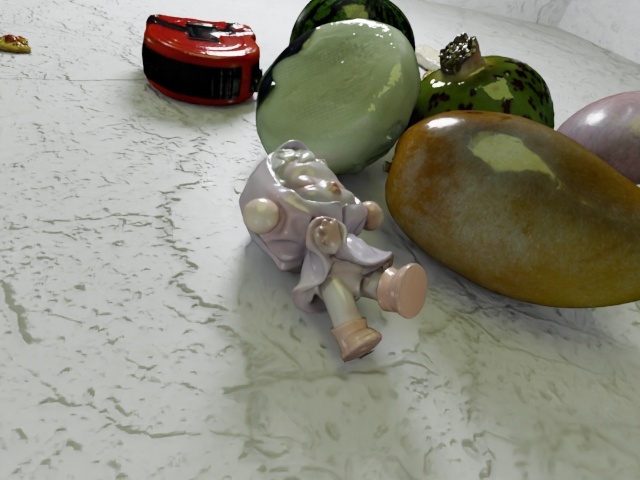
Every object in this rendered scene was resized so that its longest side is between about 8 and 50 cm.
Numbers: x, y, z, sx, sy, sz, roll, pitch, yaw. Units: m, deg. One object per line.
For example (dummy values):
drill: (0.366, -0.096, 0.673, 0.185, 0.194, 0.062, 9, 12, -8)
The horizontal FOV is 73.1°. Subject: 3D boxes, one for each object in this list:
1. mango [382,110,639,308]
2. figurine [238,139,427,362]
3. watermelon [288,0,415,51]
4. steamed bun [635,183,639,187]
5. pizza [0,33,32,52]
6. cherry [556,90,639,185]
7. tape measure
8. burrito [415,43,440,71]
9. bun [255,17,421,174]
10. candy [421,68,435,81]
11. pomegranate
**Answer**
mango: (0.261, -0.039, 0.557, 0.383, 0.199, 0.222, 22, 72, 20)
figurine: (0.000, 0.000, 0.496, 0.200, 0.133, 0.276, -3, 44, -40)
watermelon: (0.063, -0.391, 0.903, 0.268, 0.269, 0.269, 9, 38, -7)
steamed bun: (0.540, -0.007, 0.679, 0.177, 0.131, 0.228, -23, 54, -38)
pizza: (-0.628, -0.406, 0.874, 0.083, 0.025, 0.078, 0, 42, -17)
cherry: (0.570, -0.186, 0.813, 0.206, 0.239, 0.239, 39, 39, -5)
tape measure: (-0.236, -0.378, 0.898, 0.253, 0.114, 0.261, -4, 41, -21)
burrito: (0.367, -0.568, 1.380, 0.082, 0.059, 0.275, -18, 46, -16)
bun: (0.035, -0.219, 0.724, 0.283, 0.179, 0.284, -9, 64, 19)
candy: (0.356, -0.424, 1.221, 0.055, 0.049, 0.185, -35, 61, -9)
pomegranate: (0.256, -0.206, 0.737, 0.254, 0.271, 0.254, -21, 33, 15)
